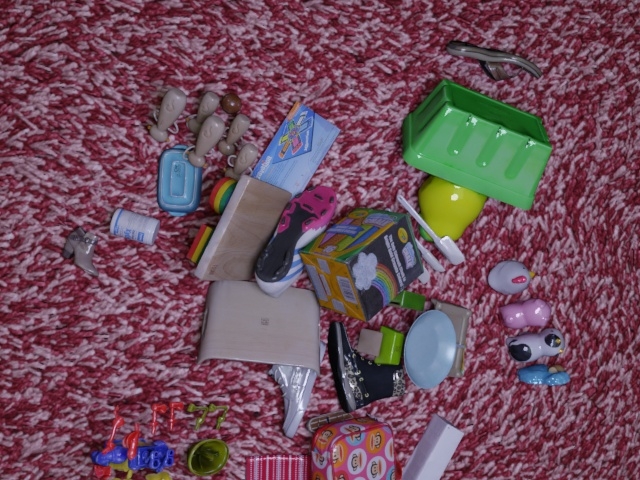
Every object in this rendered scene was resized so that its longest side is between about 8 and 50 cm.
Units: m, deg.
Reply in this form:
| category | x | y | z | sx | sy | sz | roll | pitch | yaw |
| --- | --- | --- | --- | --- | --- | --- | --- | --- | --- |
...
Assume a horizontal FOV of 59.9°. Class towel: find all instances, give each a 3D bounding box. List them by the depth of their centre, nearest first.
| category | x | y | z | sx | sy | sz | roll | pitch | yaw |
| --- | --- | --- | --- | --- | --- | --- | --- | --- | --- |
| towel | -0.064 | 0.670 | 1.474 | 0.274 | 0.031 | 0.199 | 3 | 88 | -8 |

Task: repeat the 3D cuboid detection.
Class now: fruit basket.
| category | x | y | z | sx | sy | sz | roll | pitch | yaw |
| --- | --- | --- | --- | --- | --- | --- | --- | --- | --- |
| fruit basket | 0.374 | -0.181 | 1.472 | 0.391 | 0.283 | 0.392 | 4 | 130 | 5 |

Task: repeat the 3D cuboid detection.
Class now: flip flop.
| category | x | y | z | sx | sy | sz | roll | pitch | yaw |
| --- | --- | --- | --- | --- | --- | --- | --- | --- | --- |
| flip flop | 0.475 | -0.486 | 1.537 | 0.276 | 0.112 | 0.080 | 9 | 114 | -10 |

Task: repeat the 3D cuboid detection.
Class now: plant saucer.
| category | x | y | z | sx | sy | sz | roll | pitch | yaw |
| --- | --- | --- | --- | --- | --- | --- | --- | --- | --- |
| plant saucer | 0.263 | 0.268 | 1.384 | 0.194 | 0.037 | 0.195 | -1 | 91 | -38 |

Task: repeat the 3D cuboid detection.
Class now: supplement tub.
| category | x | y | z | sx | sy | sz | roll | pitch | yaw |
| --- | --- | --- | --- | --- | --- | --- | --- | --- | --- |
| supplement tub | -0.468 | -0.035 | 1.404 | 0.107 | 0.071 | 0.071 | 17 | 87 | -6 |

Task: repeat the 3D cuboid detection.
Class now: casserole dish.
| category | x | y | z | sx | sy | sz | roll | pitch | yaw |
| --- | --- | --- | --- | --- | --- | --- | --- | --- | --- |
| casserole dish | -0.366 | -0.157 | 1.438 | 0.114 | 0.037 | 0.189 | 4 | 88 | -9 |

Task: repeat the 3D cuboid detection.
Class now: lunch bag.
| category | x | y | z | sx | sy | sz | roll | pitch | yaw |
| --- | --- | --- | --- | --- | --- | --- | --- | --- | --- |
| lunch bag | 0.104 | 0.609 | 1.430 | 0.258 | 0.120 | 0.293 | 0 | 89 | -35 |

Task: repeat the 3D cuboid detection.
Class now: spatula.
| category | x | y | z | sx | sy | sz | roll | pitch | yaw |
| --- | --- | --- | --- | --- | --- | --- | --- | --- | --- |
| spatula | 0.251 | -0.006 | 1.477 | 0.242 | 0.168 | 0.019 | 49 | 50 | -1 |

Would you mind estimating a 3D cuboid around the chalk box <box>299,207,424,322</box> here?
| category | x | y | z | sx | sy | sz | roll | pitch | yaw |
| --- | --- | --- | --- | --- | --- | --- | --- | --- | --- |
| chalk box | 0.126 | 0.036 | 1.389 | 0.289 | 0.179 | 0.180 | -36 | 119 | -31 |

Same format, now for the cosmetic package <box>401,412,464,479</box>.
| category | x | y | z | sx | sy | sz | roll | pitch | yaw |
| --- | --- | --- | --- | --- | --- | --- | --- | --- | --- |
| cosmetic package | 0.289 | 0.595 | 1.491 | 0.060 | 0.099 | 0.239 | 31 | 86 | -6 |

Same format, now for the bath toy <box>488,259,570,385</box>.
| category | x | y | z | sx | sy | sz | roll | pitch | yaw |
| --- | --- | --- | --- | --- | --- | --- | --- | --- | --- |
| bath toy | 0.575 | 0.219 | 1.523 | 0.151 | 0.129 | 0.349 | -19 | 91 | -8 |

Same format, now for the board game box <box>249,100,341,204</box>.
| category | x | y | z | sx | sy | sz | roll | pitch | yaw |
| --- | --- | --- | --- | --- | --- | --- | --- | --- | --- |
| board game box | -0.078 | -0.215 | 1.485 | 0.145 | 0.027 | 0.281 | 32 | 85 | -8 |

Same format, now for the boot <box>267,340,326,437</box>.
| category | x | y | z | sx | sy | sz | roll | pitch | yaw |
| --- | --- | --- | --- | --- | --- | --- | --- | --- | --- |
| boot | -0.082 | 0.371 | 1.453 | 0.123 | 0.095 | 0.258 | 19 | 78 | -2 |

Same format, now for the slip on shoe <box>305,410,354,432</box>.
| category | x | y | z | sx | sy | sz | roll | pitch | yaw |
| --- | --- | --- | --- | --- | --- | --- | --- | --- | --- |
| slip on shoe | 0.024 | 0.488 | 1.485 | 0.135 | 0.041 | 0.052 | -4 | 72 | -26 |

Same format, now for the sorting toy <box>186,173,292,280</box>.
| category | x | y | z | sx | sy | sz | roll | pitch | yaw |
| --- | --- | --- | --- | --- | --- | --- | --- | --- | --- |
| sorting toy | -0.204 | -0.036 | 1.351 | 0.089 | 0.257 | 0.256 | 29 | 95 | 18 |

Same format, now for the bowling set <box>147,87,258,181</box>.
| category | x | y | z | sx | sy | sz | roll | pitch | yaw |
| --- | --- | --- | --- | --- | --- | --- | --- | --- | --- |
| bowling set | -0.264 | -0.275 | 1.422 | 0.287 | 0.200 | 0.154 | 38 | 126 | -3 |

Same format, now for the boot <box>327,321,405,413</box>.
| category | x | y | z | sx | sy | sz | roll | pitch | yaw |
| --- | --- | --- | --- | --- | --- | --- | --- | --- | --- |
| boot | 0.121 | 0.323 | 1.484 | 0.178 | 0.085 | 0.237 | -7 | 80 | -19 |

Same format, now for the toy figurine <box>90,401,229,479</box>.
| category | x | y | z | sx | sy | sz | roll | pitch | yaw |
| --- | --- | --- | --- | --- | --- | --- | --- | --- | --- |
| toy figurine | -0.428 | 0.500 | 1.378 | 0.362 | 0.217 | 0.191 | 15 | 67 | -50 |

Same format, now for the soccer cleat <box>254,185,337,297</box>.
| category | x | y | z | sx | sy | sz | roll | pitch | yaw |
| --- | --- | --- | --- | --- | --- | --- | --- | --- | --- |
| soccer cleat | -0.065 | 0.001 | 1.440 | 0.116 | 0.143 | 0.331 | 26 | 62 | 16 |

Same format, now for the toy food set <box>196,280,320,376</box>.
| category | x | y | z | sx | sy | sz | roll | pitch | yaw |
| --- | --- | --- | --- | --- | --- | --- | --- | --- | --- |
| toy food set | -0.146 | 0.226 | 1.410 | 0.305 | 0.092 | 0.220 | 8 | 52 | -9 |

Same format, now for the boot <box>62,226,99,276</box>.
| category | x | y | z | sx | sy | sz | roll | pitch | yaw |
| --- | --- | --- | --- | --- | --- | --- | --- | --- | --- |
| boot | -0.588 | 0.025 | 1.401 | 0.118 | 0.042 | 0.087 | 35 | 82 | -7 |

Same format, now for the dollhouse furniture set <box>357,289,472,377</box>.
| category | x | y | z | sx | sy | sz | roll | pitch | yaw |
| --- | --- | --- | --- | --- | --- | --- | --- | --- | --- |
| dollhouse furniture set | 0.250 | 0.245 | 1.494 | 0.301 | 0.151 | 0.198 | 17 | 81 | -37 |
